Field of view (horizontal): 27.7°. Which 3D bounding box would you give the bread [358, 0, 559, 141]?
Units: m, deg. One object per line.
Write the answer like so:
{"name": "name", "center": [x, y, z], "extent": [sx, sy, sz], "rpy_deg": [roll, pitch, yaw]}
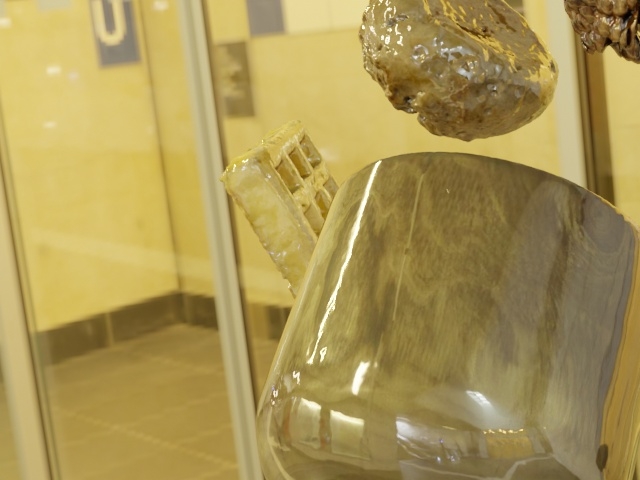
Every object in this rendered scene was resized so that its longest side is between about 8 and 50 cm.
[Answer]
{"name": "bread", "center": [0.141, -0.199, 1.405], "extent": [0.230, 0.123, 0.230], "rpy_deg": [22, 36, -17]}

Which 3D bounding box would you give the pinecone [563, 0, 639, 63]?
{"name": "pinecone", "center": [0.239, -0.205, 0.902], "extent": [0.173, 0.173, 0.173], "rpy_deg": [-7, 10, 1]}

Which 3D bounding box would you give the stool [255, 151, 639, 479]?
{"name": "stool", "center": [0.049, 0.114, 0.596], "extent": [0.179, 0.264, 0.179], "rpy_deg": [16, -27, 8]}

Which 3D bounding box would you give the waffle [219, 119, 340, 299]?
{"name": "waffle", "center": [0.000, 0.000, 1.352], "extent": [0.055, 0.248, 0.221], "rpy_deg": [-29, 9, 16]}
